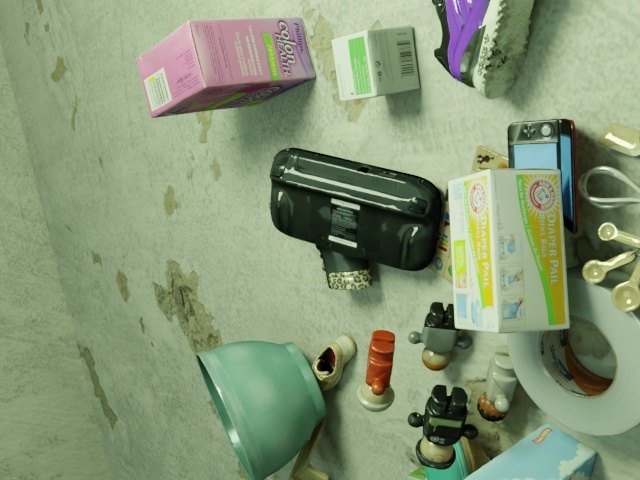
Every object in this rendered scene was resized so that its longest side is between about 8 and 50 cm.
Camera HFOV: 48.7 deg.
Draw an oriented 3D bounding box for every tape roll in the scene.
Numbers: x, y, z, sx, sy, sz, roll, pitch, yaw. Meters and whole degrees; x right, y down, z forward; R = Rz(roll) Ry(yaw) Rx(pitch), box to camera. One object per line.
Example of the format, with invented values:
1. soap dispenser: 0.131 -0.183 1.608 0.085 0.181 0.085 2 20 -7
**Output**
1. tape roll: 0.362 0.145 0.950 0.219 0.072 0.219 23 121 45

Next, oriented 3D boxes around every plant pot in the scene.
1. plant pot: -0.111 0.327 1.470 0.293 0.196 0.293 56 161 31

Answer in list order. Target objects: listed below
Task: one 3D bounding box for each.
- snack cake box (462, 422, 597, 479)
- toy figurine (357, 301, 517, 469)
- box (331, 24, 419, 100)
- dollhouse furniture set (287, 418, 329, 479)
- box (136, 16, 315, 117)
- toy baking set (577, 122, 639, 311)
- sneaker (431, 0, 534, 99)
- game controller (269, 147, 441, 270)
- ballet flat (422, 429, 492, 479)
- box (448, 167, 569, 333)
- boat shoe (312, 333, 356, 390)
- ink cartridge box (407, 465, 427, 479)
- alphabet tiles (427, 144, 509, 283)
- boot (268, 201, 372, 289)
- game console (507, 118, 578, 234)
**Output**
1. snack cake box: 0.270 0.385 0.995 0.089 0.264 0.152 28 124 42
2. toy figurine: 0.183 0.219 1.090 0.213 0.209 0.148 35 135 38
3. box: 0.087 -0.278 1.112 0.087 0.102 0.101 5 108 52
4. dollhouse furniture set: 0.023 0.502 1.541 0.151 0.123 0.144 31 136 -4
5. box: -0.176 -0.319 1.308 0.213 0.243 0.117 -9 96 52
6. toy baking set: 0.399 -0.026 0.826 0.197 0.030 0.256 -5 80 40
7. sneaker: 0.214 -0.346 0.929 0.146 0.102 0.293 40 131 37
8. game controller: 0.049 -0.053 1.204 0.319 0.067 0.166 17 125 26
9. ballet flat: 0.253 0.437 1.134 0.116 0.124 0.342 -36 60 53
10. box: 0.239 0.013 0.912 0.114 0.103 0.203 166 102 -73
11. boat shoe: 0.013 0.253 1.434 0.063 0.059 0.170 50 137 27
12. ink cartridge box: 0.232 0.512 1.254 0.109 0.062 0.209 -5 99 51
13. alphabet tiles: 0.258 -0.015 1.074 0.198 0.009 0.237 35 128 39
14. boot: 0.000 0.000 1.329 0.236 0.085 0.178 1 103 44
15. game console: 0.291 -0.086 0.933 0.124 0.085 0.144 4 102 40
